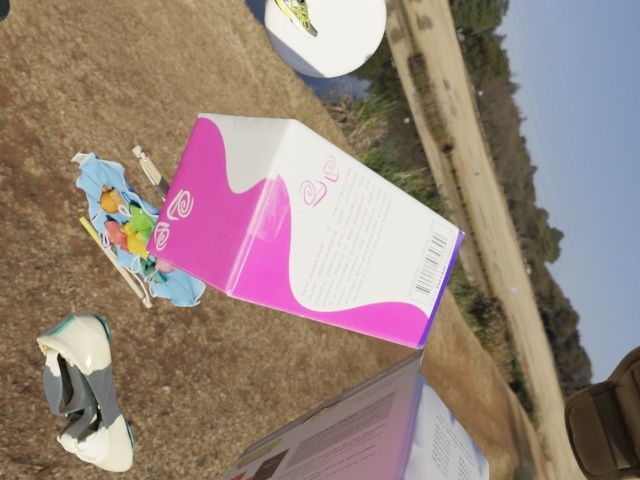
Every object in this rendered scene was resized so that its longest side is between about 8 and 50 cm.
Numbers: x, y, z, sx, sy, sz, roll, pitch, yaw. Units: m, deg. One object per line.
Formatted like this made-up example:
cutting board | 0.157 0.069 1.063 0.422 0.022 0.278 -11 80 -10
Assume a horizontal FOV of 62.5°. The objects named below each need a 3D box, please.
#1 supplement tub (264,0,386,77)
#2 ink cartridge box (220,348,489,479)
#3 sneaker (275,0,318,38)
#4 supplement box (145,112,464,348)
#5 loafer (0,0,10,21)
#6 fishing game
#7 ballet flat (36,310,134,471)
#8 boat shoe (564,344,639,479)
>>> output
supplement tub | 0.002 -0.425 0.891 0.191 0.191 0.272 55 23 -46
ink cartridge box | 0.006 0.280 0.540 0.130 0.309 0.272 54 23 -2
sneaker | -0.027 -0.329 0.767 0.083 0.035 0.031 33 26 -42
supplement box | 0.000 0.000 0.411 0.220 0.113 0.111 25 85 -46
loafer | -0.378 -0.283 0.498 0.062 0.061 0.170 -77 154 -46
fishing game | -0.191 -0.001 0.533 0.041 0.264 0.189 -42 107 -33
ballet flat | -0.297 0.209 0.659 0.086 0.086 0.249 -60 148 -66
boat shoe | 0.279 0.127 0.378 0.307 0.104 0.111 76 6 -72
